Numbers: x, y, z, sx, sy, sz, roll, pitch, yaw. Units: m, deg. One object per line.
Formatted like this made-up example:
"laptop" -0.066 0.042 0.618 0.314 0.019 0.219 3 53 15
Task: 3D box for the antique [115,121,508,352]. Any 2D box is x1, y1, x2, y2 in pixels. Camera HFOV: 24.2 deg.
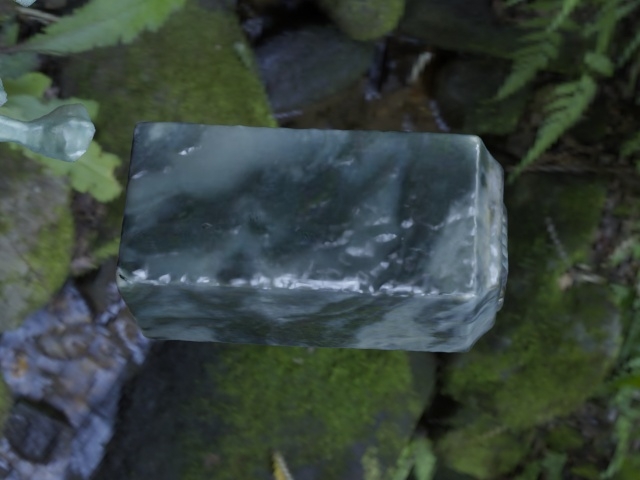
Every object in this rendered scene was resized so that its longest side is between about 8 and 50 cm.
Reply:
"antique" 0.000 0.000 0.732 0.183 0.088 0.086 3 69 3

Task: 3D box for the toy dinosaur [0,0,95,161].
"toy dinosaur" -0.246 -0.089 0.806 0.205 0.393 0.092 19 58 -40
